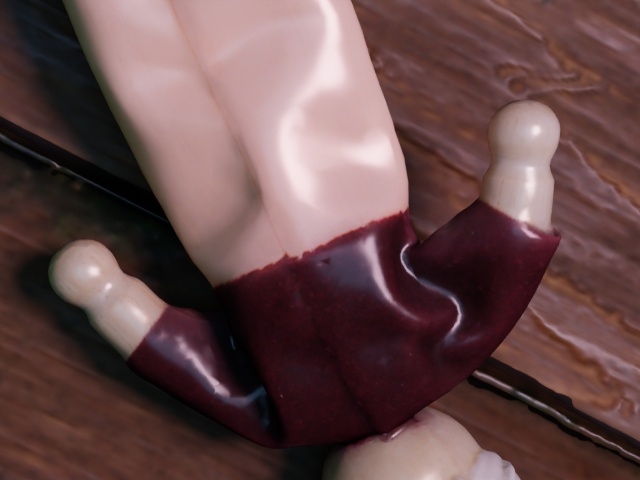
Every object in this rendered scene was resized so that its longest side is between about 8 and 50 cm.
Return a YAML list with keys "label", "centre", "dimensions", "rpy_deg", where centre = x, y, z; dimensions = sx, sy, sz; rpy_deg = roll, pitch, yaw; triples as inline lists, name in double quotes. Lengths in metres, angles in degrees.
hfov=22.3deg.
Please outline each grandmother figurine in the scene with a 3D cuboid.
- label: "grandmother figurine"
  centre: [0.000, 0.000, 0.648]
  dimensions: [0.208, 0.104, 0.342]
  rpy_deg: [-17, 98, 20]
